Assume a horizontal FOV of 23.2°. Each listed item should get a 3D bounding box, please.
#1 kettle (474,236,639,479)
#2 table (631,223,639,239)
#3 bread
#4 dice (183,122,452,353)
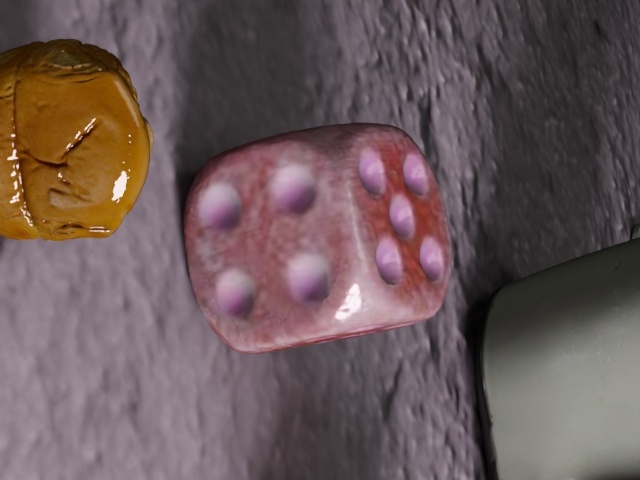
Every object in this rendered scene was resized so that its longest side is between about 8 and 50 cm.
[{"bbox_3d":[0.214,0.086,0.849,0.165,0.255,0.240,54,36,-34],"label":"kettle"},{"bbox_3d":[0.346,0.041,1.122,0.166,0.198,0.166,29,54,-49],"label":"table"},{"bbox_3d":[-0.101,-0.037,0.584,0.046,0.083,0.081,-53,165,-64],"label":"bread"},{"bbox_3d":[0.000,0.000,0.706,0.094,0.093,0.091,0,78,-56],"label":"dice"}]
